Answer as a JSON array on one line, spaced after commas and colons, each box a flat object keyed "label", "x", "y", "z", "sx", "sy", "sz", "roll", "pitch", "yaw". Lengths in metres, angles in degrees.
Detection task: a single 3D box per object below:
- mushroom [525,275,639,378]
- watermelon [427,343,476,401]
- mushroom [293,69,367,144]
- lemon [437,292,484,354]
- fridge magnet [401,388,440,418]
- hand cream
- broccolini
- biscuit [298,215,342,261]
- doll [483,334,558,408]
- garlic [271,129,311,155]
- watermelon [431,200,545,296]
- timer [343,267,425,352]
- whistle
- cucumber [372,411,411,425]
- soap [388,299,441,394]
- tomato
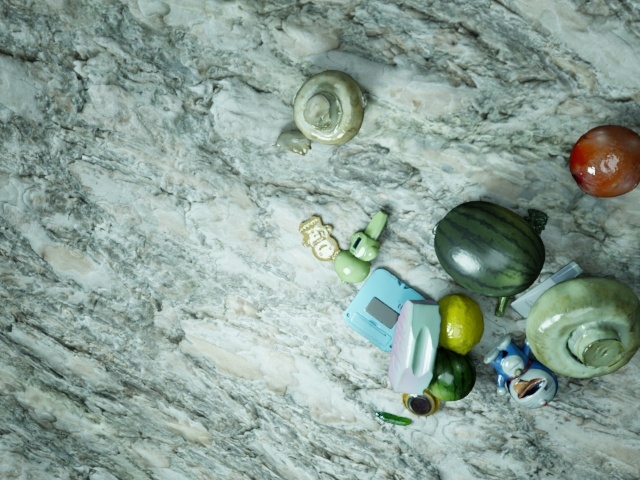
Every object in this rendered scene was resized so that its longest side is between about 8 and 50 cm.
[{"label": "mushroom", "x": 0.821, "y": 0.274, "z": 1.550, "sx": 0.351, "sy": 0.260, "sz": 0.353, "roll": 1, "pitch": 122, "yaw": 2}, {"label": "watermelon", "x": 0.447, "y": 0.452, "z": 1.759, "sx": 0.187, "sy": 0.188, "sz": 0.215, "roll": -10, "pitch": 84, "yaw": 18}, {"label": "mushroom", "x": 0.033, "y": -0.432, "z": 1.633, "sx": 0.254, "sy": 0.184, "sz": 0.255, "roll": 4, "pitch": 98, "yaw": 27}, {"label": "lemon", "x": 0.467, "y": 0.279, "z": 1.703, "sx": 0.180, "sy": 0.180, "sz": 0.193, "roll": 22, "pitch": 98, "yaw": 9}, {"label": "fridge magnet", "x": 0.376, "y": 0.602, "z": 1.883, "sx": 0.142, "sy": 0.063, "sz": 0.143, "roll": 6, "pitch": 110, "yaw": 17}, {"label": "hand cream", "x": 0.749, "y": 0.160, "z": 1.659, "sx": 0.079, "sy": 0.048, "sz": 0.255, "roll": 40, "pitch": 113, "yaw": -7}, {"label": "broccolini", "x": 0.656, "y": 0.087, "z": 1.650, "sx": 0.078, "sy": 0.074, "sz": 0.393, "roll": 16, "pitch": 108, "yaw": 19}, {"label": "biscuit", "x": -0.006, "y": 0.000, "z": 1.845, "sx": 0.133, "sy": 0.027, "sz": 0.184, "roll": -18, "pitch": 99, "yaw": 18}, {"label": "doll", "x": 0.685, "y": 0.447, "z": 1.702, "sx": 0.257, "sy": 0.161, "sz": 0.215, "roll": 43, "pitch": 97, "yaw": 3}, {"label": "garlic", "x": -0.101, "y": -0.346, "z": 1.753, "sx": 0.152, "sy": 0.066, "sz": 0.084, "roll": 18, "pitch": 111, "yaw": 8}, {"label": "watermelon", "x": 0.509, "y": 0.020, "z": 1.561, "sx": 0.359, "sy": 0.278, "sz": 0.279, "roll": 40, "pitch": 115, "yaw": 34}, {"label": "timer", "x": 0.234, "y": 0.250, "z": 1.835, "sx": 0.231, "sy": 0.091, "sz": 0.250, "roll": 36, "pitch": 100, "yaw": 5}, {"label": "whistle", "x": 0.156, "y": 0.037, "z": 1.773, "sx": 0.141, "sy": 0.141, "sz": 0.294, "roll": 40, "pitch": 94, "yaw": 2}, {"label": "cucumber", "x": 0.276, "y": 0.696, "z": 1.954, "sx": 0.154, "sy": 0.037, "sz": 0.037, "roll": 10, "pitch": 108, "yaw": 14}, {"label": "soap", "x": 0.317, "y": 0.354, "z": 1.697, "sx": 0.109, "sy": 0.193, "sz": 0.324, "roll": 7, "pitch": 100, "yaw": -7}, {"label": "tomato", "x": 0.820, "y": -0.227, "z": 1.448, "sx": 0.184, "sy": 0.208, "sz": 0.208, "roll": 6, "pitch": 107, "yaw": 16}]
